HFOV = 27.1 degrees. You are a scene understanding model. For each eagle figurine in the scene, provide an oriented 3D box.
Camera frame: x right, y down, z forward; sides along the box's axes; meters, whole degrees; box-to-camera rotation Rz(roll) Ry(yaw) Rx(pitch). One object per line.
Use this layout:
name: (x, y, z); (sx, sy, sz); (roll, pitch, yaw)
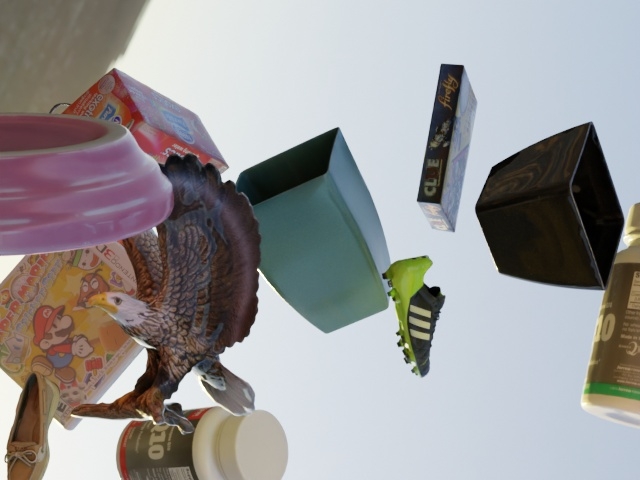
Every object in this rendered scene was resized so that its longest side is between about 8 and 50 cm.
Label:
eagle figurine: (-0.177, 0.064, 1.524); (0.225, 0.226, 0.298); (62, 37, -74)

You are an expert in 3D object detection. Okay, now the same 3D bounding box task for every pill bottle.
pill bottle: (0.571, 0.130, 2.233); (0.204, 0.204, 0.361); (160, -54, -69)
pill bottle: (-0.205, 0.370, 2.309); (0.283, 0.161, 0.161); (-12, -131, 37)

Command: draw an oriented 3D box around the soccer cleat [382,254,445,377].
soccer cleat: (0.132, 0.102, 1.737); (0.060, 0.072, 0.179); (-122, -164, -60)

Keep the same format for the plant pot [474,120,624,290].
plant pot: (0.337, -0.040, 1.984); (0.167, 0.187, 0.188); (-10, -149, 28)

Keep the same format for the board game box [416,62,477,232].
board game box: (0.215, -0.153, 2.238); (0.165, 0.042, 0.243); (49, 50, -68)

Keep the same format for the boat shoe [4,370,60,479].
boat shoe: (-0.362, 0.239, 1.646); (0.048, 0.056, 0.153); (59, 38, -58)

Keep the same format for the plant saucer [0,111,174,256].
plant saucer: (-0.306, -0.064, 1.262); (0.332, 0.332, 0.084); (-123, -147, -73)

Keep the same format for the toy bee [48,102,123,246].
toy bee: (-0.415, -0.084, 2.460); (0.162, 0.195, 0.298); (121, -35, -52)

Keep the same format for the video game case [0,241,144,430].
video game case: (-0.329, 0.099, 1.756); (0.227, 0.206, 0.026); (-49, 167, -3)

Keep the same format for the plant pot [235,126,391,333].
plant pot: (0.000, 0.000, 1.869); (0.165, 0.234, 0.165); (-23, -158, 17)

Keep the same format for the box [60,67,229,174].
box: (-0.275, -0.153, 2.099); (0.128, 0.257, 0.123); (-38, -116, 13)
